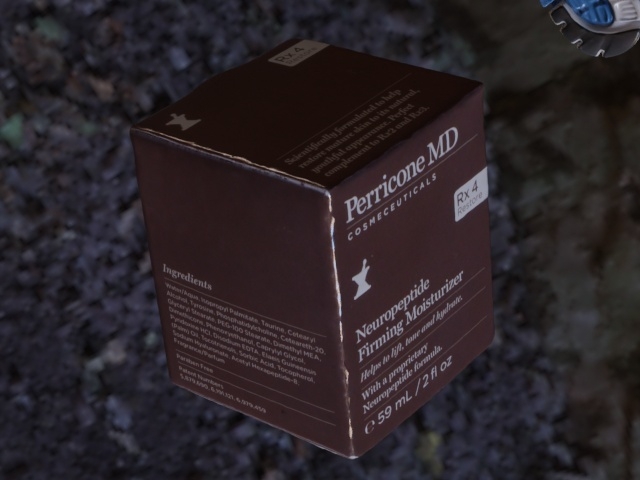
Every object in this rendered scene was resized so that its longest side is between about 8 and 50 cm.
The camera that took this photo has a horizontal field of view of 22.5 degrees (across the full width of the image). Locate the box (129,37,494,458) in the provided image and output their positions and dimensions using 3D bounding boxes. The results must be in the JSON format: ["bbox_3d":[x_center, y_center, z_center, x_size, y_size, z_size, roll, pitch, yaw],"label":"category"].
[{"bbox_3d":[0.000,0.000,1.061,0.168,0.167,0.203,-36,132,-39],"label":"box"}]

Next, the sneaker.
[{"bbox_3d":[0.161,-0.219,1.120,0.190,0.071,0.083,54,31,-13],"label":"sneaker"}]
